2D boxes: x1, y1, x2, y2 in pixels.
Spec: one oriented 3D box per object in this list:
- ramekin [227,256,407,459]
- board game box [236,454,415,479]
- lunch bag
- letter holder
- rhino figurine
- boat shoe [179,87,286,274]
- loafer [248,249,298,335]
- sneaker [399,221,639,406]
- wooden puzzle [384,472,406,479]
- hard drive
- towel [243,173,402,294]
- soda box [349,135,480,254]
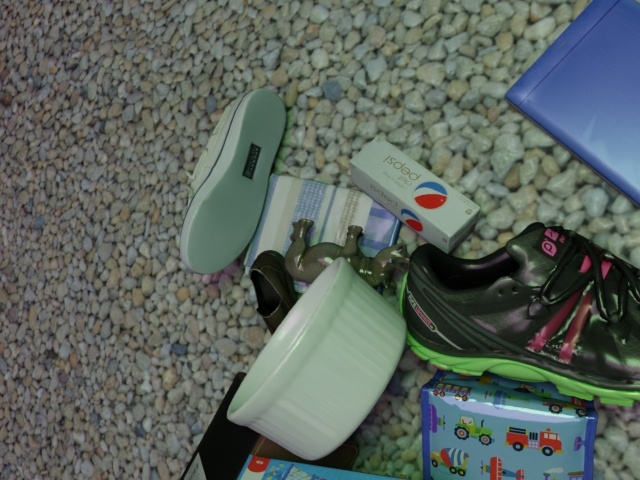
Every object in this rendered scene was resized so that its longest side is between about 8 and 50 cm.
[{"bbox_3d":[0.001,0.173,0.785,0.135,0.277,0.277,37,103,-3],"label":"ramekin"},{"bbox_3d":[0.057,0.458,0.781,0.302,0.086,0.308,-4,122,27],"label":"board game box"},{"bbox_3d":[0.261,0.347,0.773,0.221,0.138,0.293,3,95,25],"label":"lunch bag"},{"bbox_3d":[-0.099,0.414,0.943,0.302,0.214,0.152,-62,32,9],"label":"letter holder"},{"bbox_3d":[0.046,0.031,0.904,0.243,0.073,0.106,9,82,24],"label":"rhino figurine"},{"bbox_3d":[-0.194,-0.116,1.036,0.156,0.136,0.367,6,76,49],"label":"boat shoe"},{"bbox_3d":[-0.078,0.130,0.961,0.080,0.078,0.220,-20,95,32],"label":"loafer"},{"bbox_3d":[0.325,0.079,0.706,0.483,0.185,0.202,-1,110,26],"label":"sneaker"},{"bbox_3d":[0.116,0.418,0.895,0.049,0.006,0.083,30,98,26],"label":"wooden puzzle"},{"bbox_3d":[0.456,-0.188,0.770,0.210,0.040,0.318,-48,66,15],"label":"hard drive"},{"bbox_3d":[0.000,0.000,0.988,0.285,0.034,0.209,15,89,26],"label":"towel"},{"bbox_3d":[0.149,-0.075,0.886,0.074,0.069,0.216,-42,64,-15],"label":"soda box"}]
